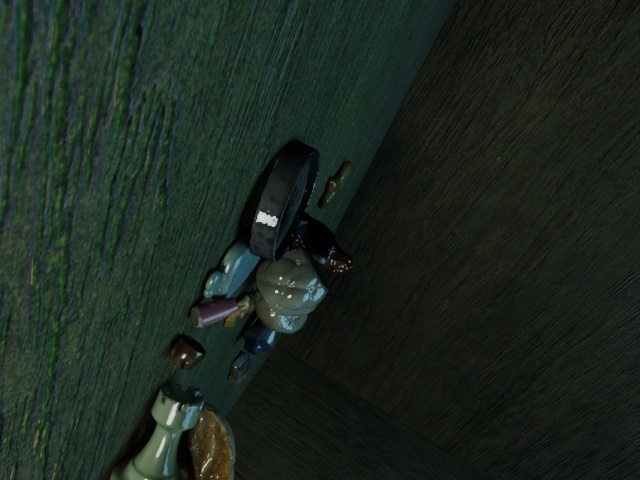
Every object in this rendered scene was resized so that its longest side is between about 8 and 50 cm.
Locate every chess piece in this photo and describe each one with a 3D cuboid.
[{"bbox_3d":[-0.414,0.538,1.188,0.194,0.194,0.299,12,100,-84],"label":"chess piece"}]

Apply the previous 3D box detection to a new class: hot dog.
[{"bbox_3d":[-0.399,0.630,2.250,0.131,0.069,0.252,-44,163,-35],"label":"hot dog"}]

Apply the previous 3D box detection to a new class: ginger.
[{"bbox_3d":[-0.251,0.222,1.525,0.193,0.052,0.176,-55,178,-33],"label":"ginger"}]

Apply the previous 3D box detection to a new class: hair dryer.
[{"bbox_3d":[-0.277,0.187,1.115,0.106,0.054,0.154,-15,167,-38],"label":"hair dryer"}]

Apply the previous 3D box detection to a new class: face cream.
[{"bbox_3d":[-0.204,0.311,1.998,0.235,0.137,0.420,-33,-157,54],"label":"face cream"}]

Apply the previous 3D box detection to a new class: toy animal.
[{"bbox_3d":[0.007,0.005,1.111,0.218,0.179,0.116,25,87,-82],"label":"toy animal"}]

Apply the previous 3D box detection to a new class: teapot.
[{"bbox_3d":[-0.325,0.271,1.082,0.068,0.076,0.121,-49,-157,-4],"label":"teapot"}]

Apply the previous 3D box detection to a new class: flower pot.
[{"bbox_3d":[-0.097,0.133,1.509,0.195,0.246,0.246,-28,176,4],"label":"flower pot"}]

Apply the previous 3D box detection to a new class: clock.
[{"bbox_3d":[-0.082,-0.096,1.134,0.312,0.061,0.312,21,90,-84],"label":"clock"}]

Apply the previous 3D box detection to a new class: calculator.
[{"bbox_3d":[-0.207,0.062,1.154,0.184,0.042,0.295,-63,174,27],"label":"calculator"}]

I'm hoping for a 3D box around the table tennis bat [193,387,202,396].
[{"bbox_3d":[-0.483,0.596,1.503,0.244,0.040,0.153,-51,171,-35],"label":"table tennis bat"}]

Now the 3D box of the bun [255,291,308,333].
[{"bbox_3d":[-0.155,0.240,1.801,0.273,0.168,0.273,3,86,-59],"label":"bun"}]

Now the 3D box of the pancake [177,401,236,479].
[{"bbox_3d":[-0.352,0.642,1.286,0.082,0.387,0.387,7,119,-45],"label":"pancake"}]

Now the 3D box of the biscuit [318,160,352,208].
[{"bbox_3d":[0.067,-0.241,1.955,0.208,0.047,0.164,-53,170,-45],"label":"biscuit"}]
